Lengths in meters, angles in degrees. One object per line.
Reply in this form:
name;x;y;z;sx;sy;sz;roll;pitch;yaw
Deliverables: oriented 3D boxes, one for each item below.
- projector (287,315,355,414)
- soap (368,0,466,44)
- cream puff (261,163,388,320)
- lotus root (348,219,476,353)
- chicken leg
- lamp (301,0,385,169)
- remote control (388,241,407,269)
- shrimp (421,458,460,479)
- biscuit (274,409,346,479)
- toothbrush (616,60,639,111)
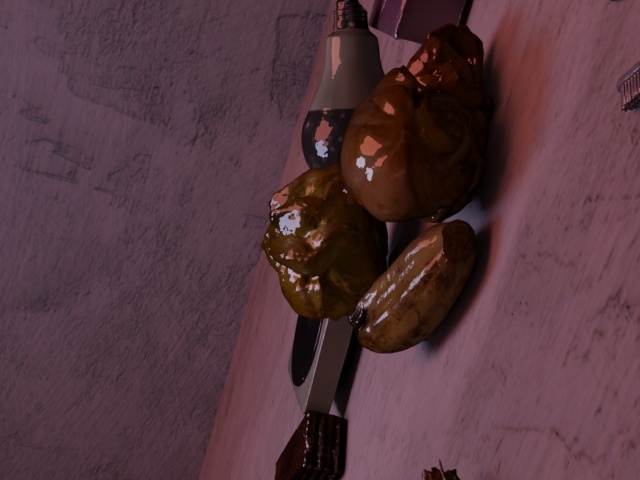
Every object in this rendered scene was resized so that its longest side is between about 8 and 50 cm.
projector;0.012;0.152;1.722;0.257;0.079;0.259;-124;48;-76
soap;0.177;-0.457;1.535;0.285;0.107;0.296;-109;34;-75
cream puff;0.015;0.002;1.472;0.244;0.196;0.244;156;90;-84
lotus root;0.121;0.066;1.221;0.258;0.097;0.110;129;146;-51
chicken leg;0.138;-0.137;1.308;0.409;0.182;0.295;73;-143;-79
lamp;0.059;-0.233;1.625;0.182;0.181;0.314;140;132;-73
remote control;0.114;0.063;1.461;0.053;0.017;0.125;119;161;-53
shrimp;0.130;0.334;0.933;0.150;0.068;0.249;108;165;-54
biscuit;-0.024;0.389;1.656;0.252;0.070;0.106;115;165;-51
toothbrush;0.309;-0.180;0.702;0.354;0.024;0.029;127;148;-66
